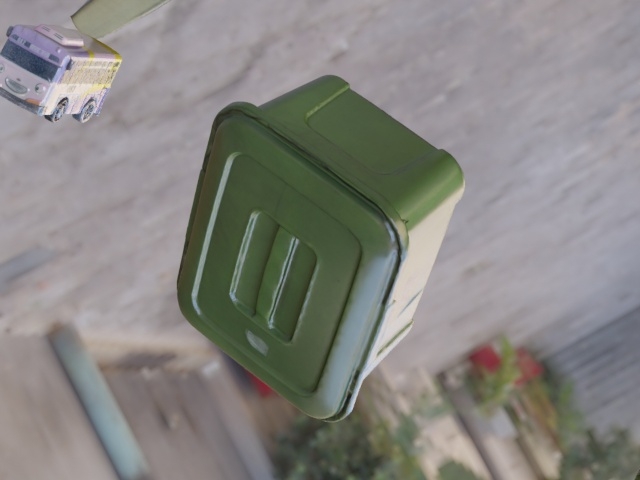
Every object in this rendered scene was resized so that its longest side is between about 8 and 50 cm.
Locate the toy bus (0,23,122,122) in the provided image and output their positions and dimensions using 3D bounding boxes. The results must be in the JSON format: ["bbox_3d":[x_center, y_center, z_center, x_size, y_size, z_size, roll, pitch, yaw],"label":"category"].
[{"bbox_3d":[-0.176,-0.114,1.186,0.058,0.052,0.102,-63,168,10],"label":"toy bus"}]

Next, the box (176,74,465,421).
[{"bbox_3d":[0.000,0.000,1.882,0.178,0.253,0.328,-38,157,-42],"label":"box"}]

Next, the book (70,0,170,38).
[{"bbox_3d":[-0.035,-0.321,1.454,0.371,0.043,0.260,-51,-164,-26],"label":"book"}]

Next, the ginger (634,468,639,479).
[{"bbox_3d":[0.206,0.188,1.058,0.290,0.137,0.089,-35,-151,-5],"label":"ginger"}]
